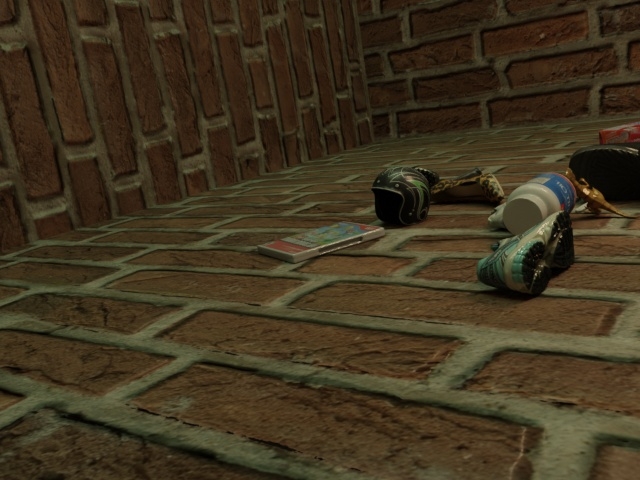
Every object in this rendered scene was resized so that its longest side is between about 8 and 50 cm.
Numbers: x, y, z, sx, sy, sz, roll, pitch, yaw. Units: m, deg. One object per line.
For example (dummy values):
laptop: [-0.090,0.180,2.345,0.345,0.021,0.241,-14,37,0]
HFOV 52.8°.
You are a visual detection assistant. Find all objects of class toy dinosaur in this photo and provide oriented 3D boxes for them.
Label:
toy dinosaur: [0.668,-0.092,1.552,0.211,0.064,0.112,36,8,15]

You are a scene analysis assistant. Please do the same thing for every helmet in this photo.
helmet: [0.229,-0.132,1.827,0.169,0.162,0.169,-9,13,2]

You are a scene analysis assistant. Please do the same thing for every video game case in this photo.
video game case: [0.000,0.000,1.726,0.285,0.025,0.204,-16,14,-29]

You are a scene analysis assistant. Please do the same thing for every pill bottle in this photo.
pill bottle: [0.505,-0.079,1.497,0.124,0.124,0.221,1,17,36]

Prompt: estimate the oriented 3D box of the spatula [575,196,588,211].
spatula: [0.688,-0.112,1.758,0.168,0.019,0.242,11,24,43]

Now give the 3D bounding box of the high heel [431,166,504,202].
high heel: [0.435,-0.133,1.934,0.186,0.093,0.261,-27,22,2]

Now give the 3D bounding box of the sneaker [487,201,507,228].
sneaker: [0.479,-0.075,1.631,0.082,0.071,0.190,-6,12,39]

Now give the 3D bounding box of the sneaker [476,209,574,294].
sneaker: [0.389,0.014,1.218,0.122,0.110,0.283,-2,14,42]

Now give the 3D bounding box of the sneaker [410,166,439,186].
sneaker: [0.352,-0.236,2.381,0.234,0.078,0.106,1,19,45]

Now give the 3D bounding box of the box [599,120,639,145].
box: [1.095,-0.340,2.214,0.256,0.123,0.128,-15,15,-26]

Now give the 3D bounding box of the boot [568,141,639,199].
boot: [0.916,-0.276,1.787,0.366,0.146,0.445,11,38,25]

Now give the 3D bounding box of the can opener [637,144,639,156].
can opener: [0.853,-0.162,1.469,0.076,0.095,0.283,-27,49,-7]
